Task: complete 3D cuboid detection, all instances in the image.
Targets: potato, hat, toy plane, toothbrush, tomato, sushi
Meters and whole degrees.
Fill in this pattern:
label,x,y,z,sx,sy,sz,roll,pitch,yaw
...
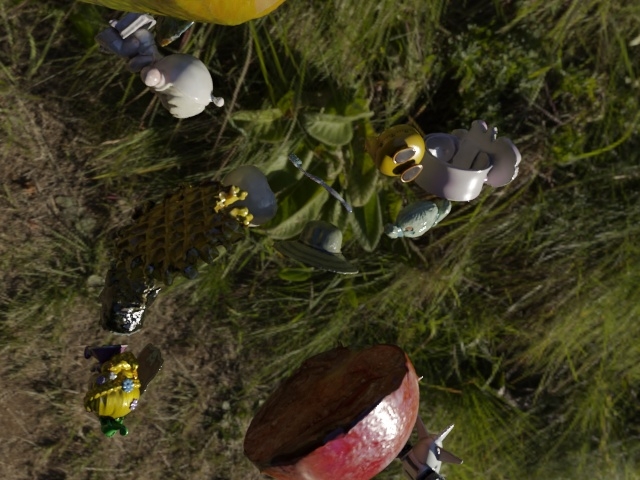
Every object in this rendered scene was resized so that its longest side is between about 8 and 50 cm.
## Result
label,x,y,z,sx,sy,sz,roll,pitch,yaw
potato,-0.296,-0.514,1.268,0.054,0.198,0.119,48,14,-34
hat,0.000,0.000,1.582,0.252,0.252,0.109,6,104,-52
toy plane,0.194,0.421,1.090,0.101,0.251,0.255,-29,146,-24
toothbrush,0.002,-0.182,1.838,0.269,0.027,0.021,41,40,-9
tomato,0.038,0.313,0.955,0.170,0.309,0.309,54,44,-13
sushi,-0.503,0.151,1.516,0.147,0.212,0.114,18,114,-21

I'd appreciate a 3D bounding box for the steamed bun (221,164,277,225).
label,x,y,z,sx,sy,sz,roll,pitch,yaw
steamed bun,-0.216,-0.119,1.636,0.131,0.228,0.177,-27,97,-17

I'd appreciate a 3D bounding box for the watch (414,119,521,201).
label,x,y,z,sx,sy,sz,roll,pitch,yaw
watch,0.390,-0.214,1.573,0.231,0.244,0.196,-19,137,-37

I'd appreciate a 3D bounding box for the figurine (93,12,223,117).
label,x,y,z,sx,sy,sz,roll,pitch,yaw
figurine,-0.313,-0.354,1.175,0.256,0.182,0.144,46,77,-16

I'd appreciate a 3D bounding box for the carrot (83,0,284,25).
label,x,y,z,sx,sy,sz,roll,pitch,yaw
carrot,-0.142,-0.304,0.444,0.241,0.341,0.241,-36,138,-41

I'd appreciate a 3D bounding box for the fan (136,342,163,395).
label,x,y,z,sx,sy,sz,roll,pitch,yaw
fan,-0.498,0.378,1.525,0.220,0.132,0.009,-53,129,-5

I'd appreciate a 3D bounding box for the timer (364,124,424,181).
label,x,y,z,sx,sy,sz,roll,pitch,yaw
timer,0.147,-0.182,1.129,0.107,0.107,0.109,29,28,-47

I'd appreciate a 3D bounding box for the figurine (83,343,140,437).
label,x,y,z,sx,sy,sz,roll,pitch,yaw
figurine,-0.341,0.252,0.964,0.095,0.115,0.156,7,79,-49

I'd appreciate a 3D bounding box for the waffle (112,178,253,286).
label,x,y,z,sx,sy,sz,roll,pitch,yaw
waffle,-0.228,-0.021,0.936,0.228,0.232,0.051,-57,142,-33

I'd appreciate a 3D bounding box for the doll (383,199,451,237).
label,x,y,z,sx,sy,sz,roll,pitch,yaw
doll,0.255,-0.056,1.531,0.214,0.103,0.071,-22,61,-22
